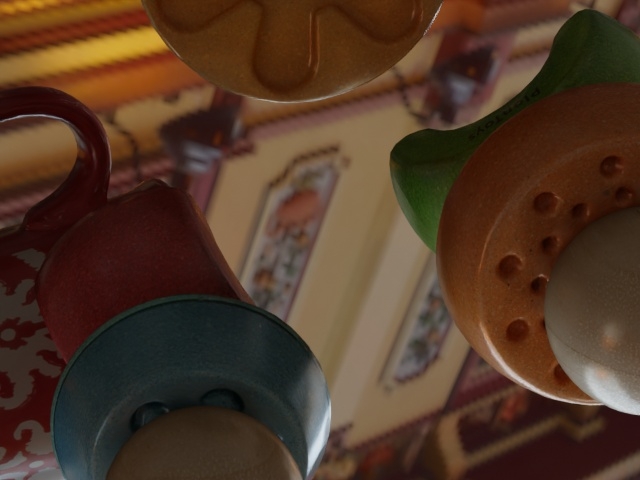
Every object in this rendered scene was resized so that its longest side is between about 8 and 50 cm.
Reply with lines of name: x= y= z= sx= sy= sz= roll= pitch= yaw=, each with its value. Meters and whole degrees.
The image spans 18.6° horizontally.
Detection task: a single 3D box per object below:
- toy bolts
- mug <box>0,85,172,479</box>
toy bolts: x=0.000 y=0.000 z=0.587 sx=0.218 sy=0.228 sz=0.158 roll=47 pitch=-170 yaw=-23
mug: x=-0.133 y=0.033 z=0.730 sx=0.169 sy=0.113 sz=0.150 roll=-15 pitch=-101 yaw=-20
